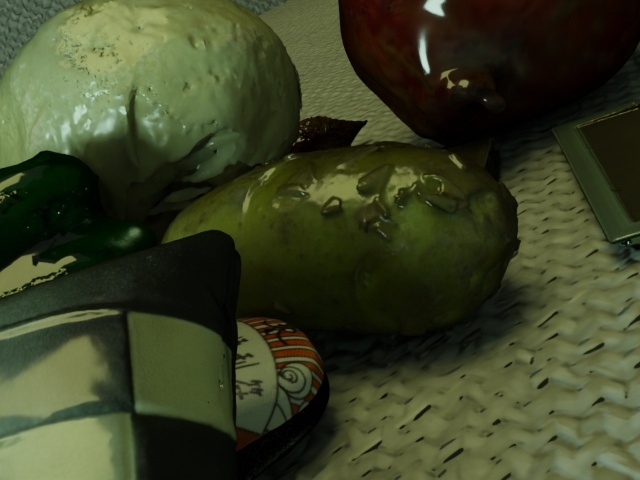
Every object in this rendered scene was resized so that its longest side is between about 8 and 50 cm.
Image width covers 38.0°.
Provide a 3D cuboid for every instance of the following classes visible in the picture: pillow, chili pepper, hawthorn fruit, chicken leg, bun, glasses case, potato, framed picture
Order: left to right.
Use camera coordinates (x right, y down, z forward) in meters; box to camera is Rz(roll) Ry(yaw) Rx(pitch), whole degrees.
[{"bbox_3d":[-0.219,0.070,0.578,0.261,0.165,0.174,-46,19,-16],"label":"chili pepper"},{"bbox_3d":[-0.102,0.118,0.342,0.186,0.106,0.250,-18,50,6],"label":"pillow"},{"bbox_3d":[-0.117,0.121,0.468,0.267,0.067,0.103,-30,27,-18],"label":"glasses case"},{"bbox_3d":[-0.123,-0.072,0.735,0.259,0.259,0.152,-24,63,-2],"label":"bun"},{"bbox_3d":[-0.059,-0.078,0.948,0.234,0.063,0.105,-20,24,4],"label":"chicken leg"},{"bbox_3d":[0.000,0.000,0.567,0.251,0.113,0.149,0,2,40],"label":"potato"},{"bbox_3d":[0.155,-0.237,0.823,0.308,0.324,0.308,9,-6,1],"label":"hawthorn fruit"},{"bbox_3d":[0.309,-0.081,0.594,0.296,0.019,0.232,-18,20,13],"label":"framed picture"}]

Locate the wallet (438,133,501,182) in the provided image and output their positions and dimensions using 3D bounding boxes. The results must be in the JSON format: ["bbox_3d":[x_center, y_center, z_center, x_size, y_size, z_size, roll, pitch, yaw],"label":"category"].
[{"bbox_3d":[0.043,-0.029,0.743,0.198,0.031,0.110,-16,21,21],"label":"wallet"}]
